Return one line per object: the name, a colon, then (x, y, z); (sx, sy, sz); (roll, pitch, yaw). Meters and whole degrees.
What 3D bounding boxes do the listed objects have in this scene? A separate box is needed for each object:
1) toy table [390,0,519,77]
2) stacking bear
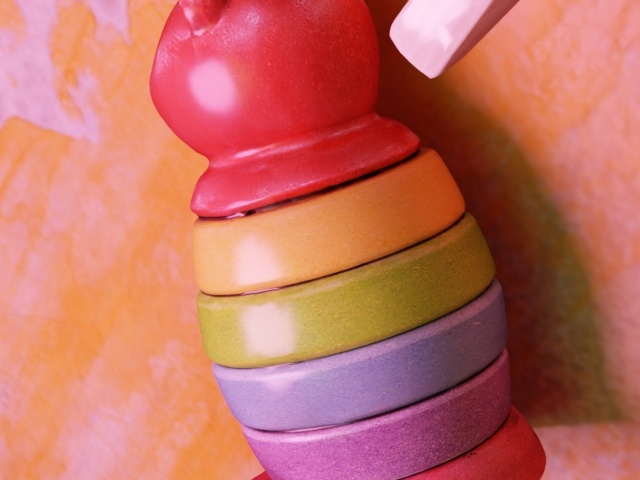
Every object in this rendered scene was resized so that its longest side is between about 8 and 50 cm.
toy table: (0.126, -0.175, 0.553); (0.274, 0.161, 0.252); (37, 135, 16)
stacking bear: (0.000, 0.000, 0.785); (0.164, 0.175, 0.289); (-8, 103, 46)
